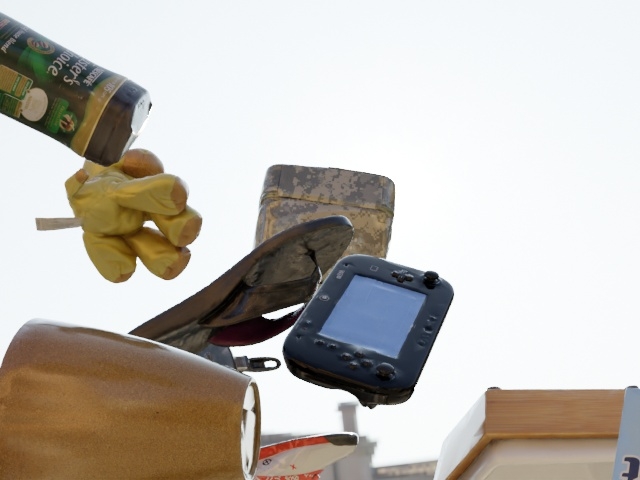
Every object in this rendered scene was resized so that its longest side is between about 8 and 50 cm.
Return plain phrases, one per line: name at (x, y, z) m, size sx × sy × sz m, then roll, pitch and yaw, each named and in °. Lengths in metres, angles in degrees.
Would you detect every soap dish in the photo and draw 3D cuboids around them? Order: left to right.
soap dish at (0.323, 0.297, 1.613) m, size 0.291 × 0.118 × 0.229 m, roll 2°, pitch -33°, yaw -15°

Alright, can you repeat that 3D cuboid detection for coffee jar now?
coffee jar at (-0.258, -0.145, 1.100) m, size 0.184 × 0.096 × 0.079 m, roll 27°, pitch -63°, yaw -6°

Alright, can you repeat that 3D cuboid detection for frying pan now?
frying pan at (-0.171, 0.248, 2.044) m, size 0.053 × 0.197 × 0.326 m, roll -26°, pitch -39°, yaw 35°

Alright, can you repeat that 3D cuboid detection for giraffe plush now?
giraffe plush at (-0.266, -0.060, 1.520) m, size 0.210 × 0.170 × 0.181 m, roll 12°, pitch -57°, yaw -15°

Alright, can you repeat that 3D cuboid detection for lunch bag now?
lunch bag at (0.000, 0.000, 2.378) m, size 0.305 × 0.256 × 0.212 m, roll 9°, pitch -37°, yaw -5°

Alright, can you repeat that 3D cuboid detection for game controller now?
game controller at (0.066, 0.104, 1.432) m, size 0.167 × 0.319 × 0.067 m, roll 24°, pitch -63°, yaw 7°

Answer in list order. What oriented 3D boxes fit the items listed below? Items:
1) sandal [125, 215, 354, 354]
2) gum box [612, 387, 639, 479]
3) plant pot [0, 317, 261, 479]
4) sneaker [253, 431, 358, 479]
sandal at (-0.122, 0.119, 1.799) m, size 0.446 × 0.107 × 0.167 m, roll -33°, pitch -27°, yaw -3°
gum box at (0.379, 0.247, 1.162) m, size 0.157 × 0.184 × 0.041 m, roll -4°, pitch -27°, yaw 41°
plant pot at (-0.201, 0.205, 1.263) m, size 0.255 × 0.237 × 0.237 m, roll 0°, pitch -26°, yaw 8°
sneaker at (-0.064, 0.371, 1.654) m, size 0.270 × 0.144 × 0.090 m, roll -11°, pitch -10°, yaw -10°
